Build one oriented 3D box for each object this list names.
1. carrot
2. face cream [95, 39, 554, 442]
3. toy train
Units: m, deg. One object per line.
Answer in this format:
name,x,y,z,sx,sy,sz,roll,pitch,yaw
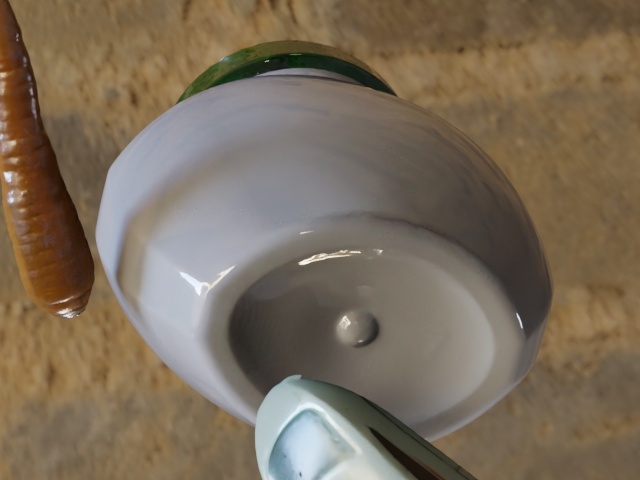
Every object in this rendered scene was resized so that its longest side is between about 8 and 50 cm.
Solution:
carrot,-0.182,-0.054,1.213,0.048,0.048,0.216,-14,-73,-8
face cream,0.000,0.000,1.362,0.312,0.357,0.219,9,-71,-12
toy train,0.117,0.223,1.093,0.407,0.088,0.086,37,-66,7
